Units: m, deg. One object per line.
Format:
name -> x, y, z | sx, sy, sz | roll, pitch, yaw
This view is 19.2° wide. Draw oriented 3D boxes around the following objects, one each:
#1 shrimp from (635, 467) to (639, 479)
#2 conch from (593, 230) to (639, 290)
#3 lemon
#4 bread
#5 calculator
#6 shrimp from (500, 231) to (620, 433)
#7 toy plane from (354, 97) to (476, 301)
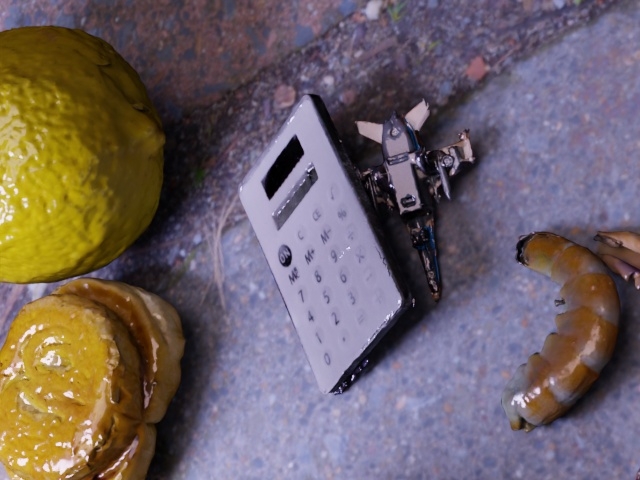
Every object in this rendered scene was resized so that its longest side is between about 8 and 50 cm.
shrimp -> 0.288, 0.197, 1.589 | 0.038, 0.029, 0.092 | 29, 87, 36
conch -> 0.356, 0.040, 1.573 | 0.330, 0.093, 0.109 | 18, 103, 55
lemon -> -0.303, -0.082, 1.918 | 0.322, 0.268, 0.268 | -17, 66, 32
bread -> -0.239, 0.152, 1.883 | 0.198, 0.120, 0.236 | 12, 81, 37
calculator -> 0.000, 0.000, 1.806 | 0.161, 0.021, 0.262 | -53, 50, 39
shrimp -> 0.193, 0.074, 1.678 | 0.161, 0.049, 0.166 | -51, 45, 21
toy plane -> 0.086, -0.037, 1.774 | 0.135, 0.062, 0.188 | -16, 67, 16
